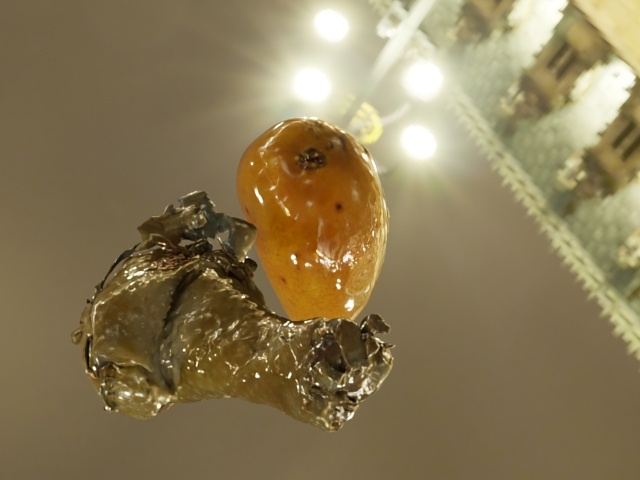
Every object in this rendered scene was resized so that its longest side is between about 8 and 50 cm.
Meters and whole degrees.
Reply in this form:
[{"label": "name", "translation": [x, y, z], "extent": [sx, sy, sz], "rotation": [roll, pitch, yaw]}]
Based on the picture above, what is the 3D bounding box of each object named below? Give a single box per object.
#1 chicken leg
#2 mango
[{"label": "chicken leg", "translation": [-0.058, 0.047, 0.661], "extent": [0.125, 0.080, 0.196], "rotation": [-36, -148, -13]}, {"label": "mango", "translation": [0.004, -0.002, 0.795], "extent": [0.084, 0.159, 0.105], "rotation": [-17, -131, 6]}]
